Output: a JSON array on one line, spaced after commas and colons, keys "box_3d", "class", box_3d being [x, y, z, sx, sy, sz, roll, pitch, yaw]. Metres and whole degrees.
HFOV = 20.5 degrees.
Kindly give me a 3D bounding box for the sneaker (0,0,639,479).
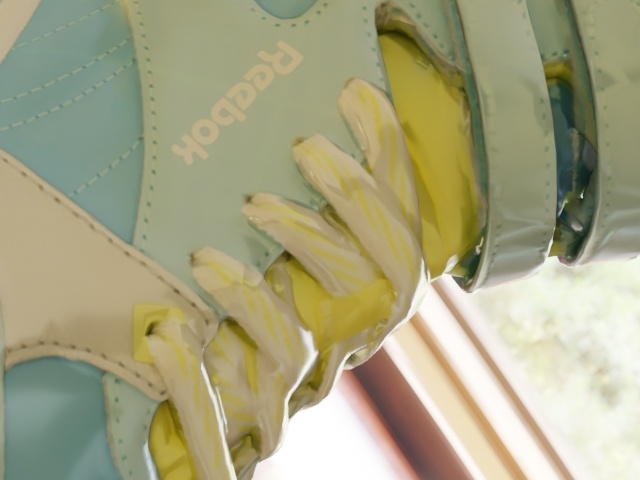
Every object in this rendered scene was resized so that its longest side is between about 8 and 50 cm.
[{"box_3d": [0.000, 0.000, 0.415, 0.127, 0.208, 0.319, 88, 7, -49], "class": "sneaker"}]
